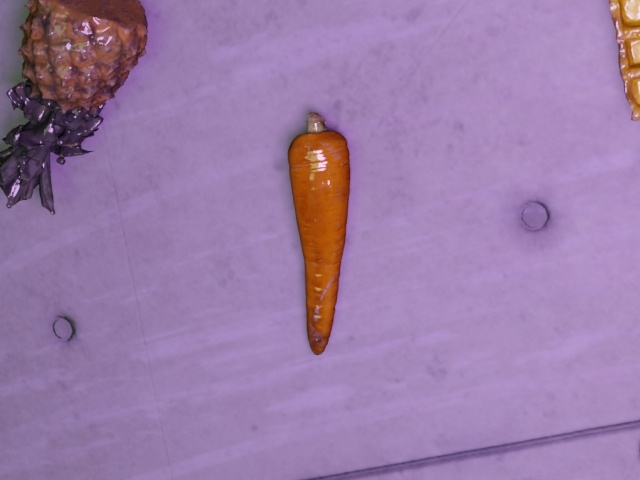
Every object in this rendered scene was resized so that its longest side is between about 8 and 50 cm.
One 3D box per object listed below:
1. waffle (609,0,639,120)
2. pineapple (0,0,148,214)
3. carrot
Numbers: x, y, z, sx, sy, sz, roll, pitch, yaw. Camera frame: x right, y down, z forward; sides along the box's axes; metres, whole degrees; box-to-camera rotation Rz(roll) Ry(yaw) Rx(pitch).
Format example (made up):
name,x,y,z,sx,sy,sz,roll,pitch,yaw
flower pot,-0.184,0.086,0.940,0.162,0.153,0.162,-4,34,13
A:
name,x,y,z,sx,sy,sz,roll,pitch,yaw
waffle,0.357,-0.201,1.198,0.211,0.055,0.160,-11,101,24
pineapple,-0.268,-0.148,1.428,0.128,0.128,0.248,34,120,10
carrot,0.000,0.000,1.391,0.061,0.061,0.256,5,108,20
